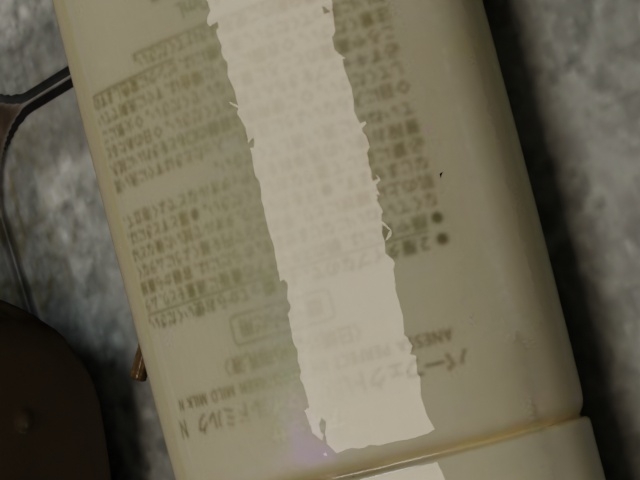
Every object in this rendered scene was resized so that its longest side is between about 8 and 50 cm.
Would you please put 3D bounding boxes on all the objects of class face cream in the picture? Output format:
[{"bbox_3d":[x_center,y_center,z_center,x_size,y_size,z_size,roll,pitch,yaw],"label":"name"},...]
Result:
[{"bbox_3d":[0.000,0.000,0.709,0.173,0.081,0.349,-18,85,30],"label":"face cream"}]

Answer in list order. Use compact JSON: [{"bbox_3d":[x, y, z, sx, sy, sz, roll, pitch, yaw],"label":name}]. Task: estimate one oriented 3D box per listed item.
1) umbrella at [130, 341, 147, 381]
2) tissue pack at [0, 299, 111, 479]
[{"bbox_3d":[-0.055,-0.018,0.799,0.027,0.025,0.165,39,119,49],"label":"umbrella"},{"bbox_3d":[-0.297,0.153,0.798,0.277,0.387,0.267,-5,95,43],"label":"tissue pack"}]
